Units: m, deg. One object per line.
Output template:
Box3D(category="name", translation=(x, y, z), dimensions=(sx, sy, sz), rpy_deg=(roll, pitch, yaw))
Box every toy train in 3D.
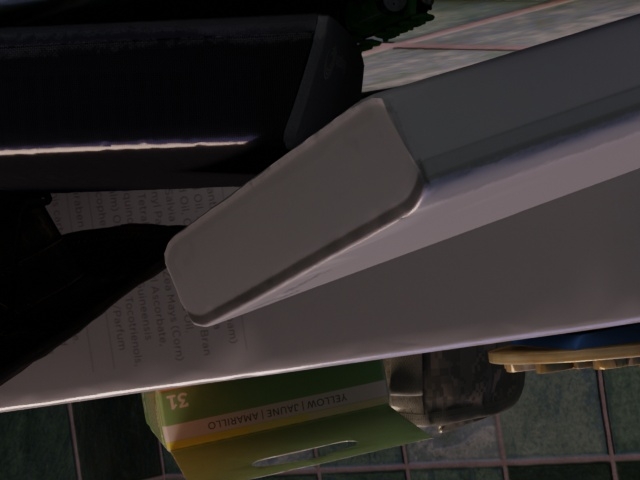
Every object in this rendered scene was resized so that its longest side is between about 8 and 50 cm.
Box3D(category="toy train", translation=(0.021, -0.088, 0.664), dimensions=(0.024, 0.017, 0.083), rpy_deg=(3, 175, -19))

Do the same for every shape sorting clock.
Box3D(category="shape sorting clock", translation=(0.214, 0.068, 1.113), dimensions=(0.206, 0.040, 0.206), rpy_deg=(-11, 179, 0))

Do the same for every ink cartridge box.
Box3D(category="ink cartridge box", translation=(-0.033, 0.116, 1.212), dimensions=(0.171, 0.056, 0.235), rpy_deg=(-11, -176, -11))

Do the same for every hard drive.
Box3D(category="hard drive", translation=(0.112, -0.050, 0.652), dimensions=(0.308, 0.040, 0.203), rpy_deg=(-20, 175, -28))
Box3D(category="hard drive", translation=(-0.067, -0.051, 0.702), dimensions=(0.172, 0.054, 0.255), rpy_deg=(-2, 179, 2))

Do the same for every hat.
Box3D(category="hat", translation=(-0.232, 0.016, 0.864), dimensions=(0.331, 0.134, 0.331), rpy_deg=(-22, -167, 6))

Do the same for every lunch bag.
Box3D(category="lunch bag", translation=(0.088, 0.035, 1.432), dimensions=(0.169, 0.235, 0.287), rpy_deg=(-3, 179, 6))

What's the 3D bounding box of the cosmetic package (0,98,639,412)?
Box3D(category="cosmetic package", translation=(0.000, 0.000, 1.115), dimensions=(0.453, 0.161, 0.230), rpy_deg=(-9, 179, 11))
